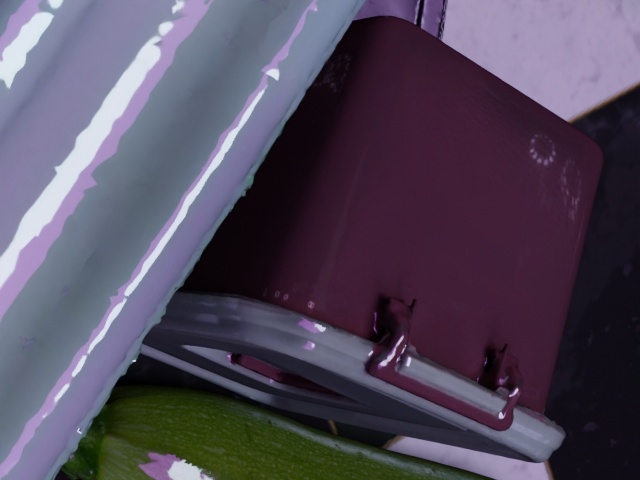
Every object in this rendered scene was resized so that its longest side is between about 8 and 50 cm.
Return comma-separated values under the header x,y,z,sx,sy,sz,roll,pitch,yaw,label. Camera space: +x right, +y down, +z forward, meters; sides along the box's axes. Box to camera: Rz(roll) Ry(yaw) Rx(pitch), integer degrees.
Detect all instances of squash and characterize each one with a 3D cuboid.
x,y,z,sx,sy,sz,roll,pitch,yaw,label
-0.003,0.170,0.805,0.395,0.107,0.107,21,90,-30,squash

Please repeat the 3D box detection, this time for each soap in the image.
x,y,z,sx,sy,sz,roll,pitch,yaw,label
-0.113,-0.110,0.596,0.156,0.261,0.446,36,81,-29,soap

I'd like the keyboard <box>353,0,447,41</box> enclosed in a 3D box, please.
x,y,z,sx,sy,sz,roll,pitch,yaw,label
0.056,-0.214,0.807,0.072,0.023,0.231,6,97,-23,keyboard

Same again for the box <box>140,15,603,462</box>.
x,y,z,sx,sy,sz,roll,pitch,yaw,label
0.000,0.000,0.676,0.193,0.294,0.167,28,75,-30,box
